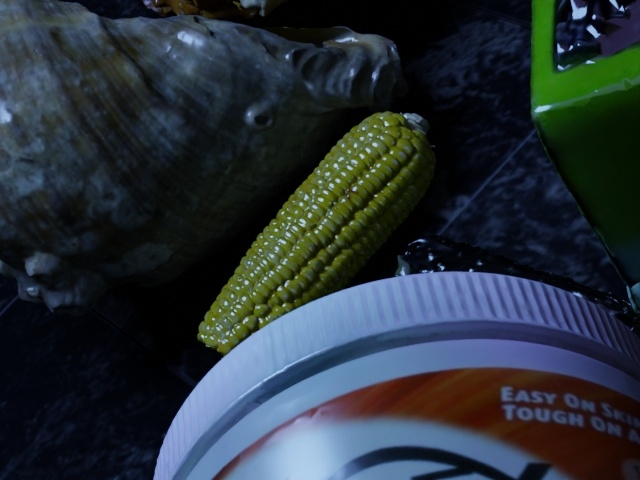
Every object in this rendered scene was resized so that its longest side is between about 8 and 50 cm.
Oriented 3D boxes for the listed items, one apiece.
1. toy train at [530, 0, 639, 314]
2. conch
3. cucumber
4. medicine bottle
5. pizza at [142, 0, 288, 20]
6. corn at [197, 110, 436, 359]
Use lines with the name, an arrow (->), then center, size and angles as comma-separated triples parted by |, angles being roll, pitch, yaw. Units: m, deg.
toy train -> 0.207, -0.089, 0.971 | 0.173, 0.249, 0.307 | -19, 39, 24
conch -> -0.125, -0.064, 1.306 | 0.352, 0.210, 0.297 | 8, 17, -2
cucumber -> 0.115, 0.035, 1.092 | 0.181, 0.053, 0.053 | 16, 62, 50
medicine bottle -> 0.060, 0.180, 0.798 | 0.252, 0.252, 0.241 | -31, 34, 13
pizza -> -0.034, -0.248, 1.436 | 0.278, 0.114, 0.409 | -24, 16, 16
corn -> 0.000, 0.000, 1.227 | 0.206, 0.067, 0.067 | -50, 35, -9
